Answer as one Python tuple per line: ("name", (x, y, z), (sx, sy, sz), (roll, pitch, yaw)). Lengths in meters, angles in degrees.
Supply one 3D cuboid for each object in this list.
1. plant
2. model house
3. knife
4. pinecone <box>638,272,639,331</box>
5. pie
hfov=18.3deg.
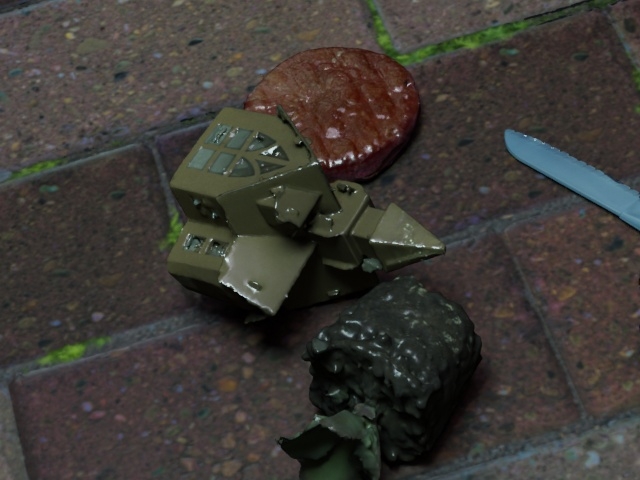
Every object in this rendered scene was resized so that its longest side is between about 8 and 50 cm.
("plant", (0.048, 0.133, 1.759), (0.131, 0.142, 0.203), (25, 47, 17))
("model house", (0.000, 0.000, 1.824), (0.248, 0.181, 0.176), (12, 58, 34))
("knife", (0.294, -0.037, 1.928), (0.313, 0.019, 0.044), (33, 55, 31))
("pinecone", (0.375, 0.057, 1.717), (0.221, 0.221, 0.221), (-5, 50, 6))
("pie", (0.013, -0.130, 2.030), (0.182, 0.050, 0.182), (-4, 50, 4))
